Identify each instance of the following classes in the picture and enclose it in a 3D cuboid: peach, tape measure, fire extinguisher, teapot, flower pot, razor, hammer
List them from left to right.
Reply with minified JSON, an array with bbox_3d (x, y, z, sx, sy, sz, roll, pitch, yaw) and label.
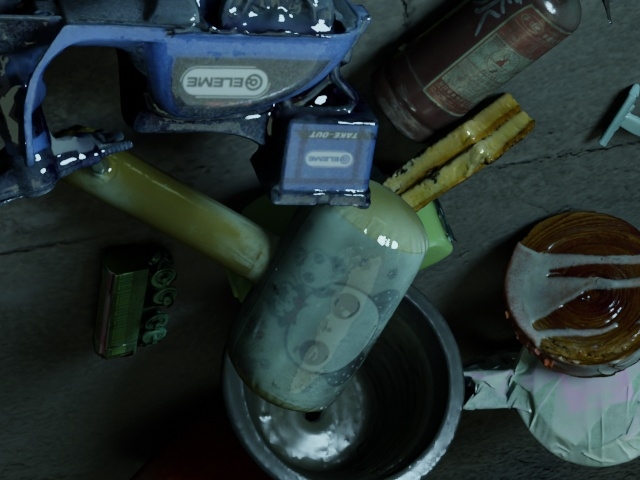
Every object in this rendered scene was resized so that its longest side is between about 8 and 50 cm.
[{"bbox_3d":[-0.080,-0.007,1.435,0.305,0.113,0.202,31,108,1],"label":"hammer"},{"bbox_3d":[-0.071,0.285,1.856,0.274,0.248,0.245,12,106,-13],"label":"peach"},{"bbox_3d":[0.000,0.000,1.569,0.200,0.106,0.175,-23,160,13],"label":"tape measure"},{"bbox_3d":[0.006,0.151,1.720,0.235,0.235,0.148,-5,164,-16],"label":"flower pot"},{"bbox_3d":[0.160,-0.161,1.398,0.252,0.106,0.075,-36,154,27],"label":"fire extinguisher"},{"bbox_3d":[0.261,0.151,1.826,0.221,0.163,0.178,-30,177,14],"label":"teapot"},{"bbox_3d":[0.349,-0.104,1.623,0.191,0.037,0.068,1,142,-24],"label":"razor"}]

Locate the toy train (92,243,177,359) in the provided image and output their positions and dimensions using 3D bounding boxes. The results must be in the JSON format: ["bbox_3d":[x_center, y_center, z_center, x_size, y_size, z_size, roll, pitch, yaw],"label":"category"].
[{"bbox_3d":[-0.170,0.056,1.636,0.071,0.038,0.148,-5,144,-17],"label":"toy train"}]

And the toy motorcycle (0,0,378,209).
[{"bbox_3d":[-0.130,-0.116,1.289,0.358,0.125,0.213,1,116,-15],"label":"toy motorcycle"}]

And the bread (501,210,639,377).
[{"bbox_3d":[0.253,0.051,1.702,0.160,0.160,0.073,-21,156,8],"label":"bread"}]

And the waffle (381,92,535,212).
[{"bbox_3d":[0.116,-0.072,1.497,0.102,0.042,0.148,-34,-179,28],"label":"waffle"}]
